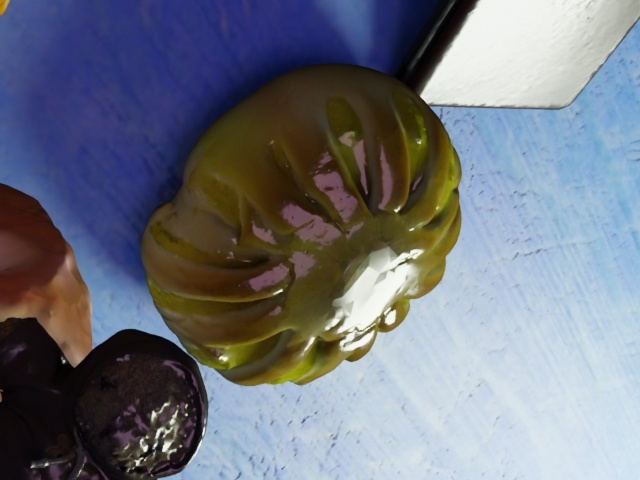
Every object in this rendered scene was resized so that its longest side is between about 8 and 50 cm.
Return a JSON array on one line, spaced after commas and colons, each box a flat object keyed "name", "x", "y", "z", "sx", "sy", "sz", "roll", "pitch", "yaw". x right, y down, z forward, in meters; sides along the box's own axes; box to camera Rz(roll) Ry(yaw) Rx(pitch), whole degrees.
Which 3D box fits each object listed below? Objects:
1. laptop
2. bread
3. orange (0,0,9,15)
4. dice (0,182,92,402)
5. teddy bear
[{"name": "laptop", "x": 0.148, "y": -0.158, "z": 0.688, "sx": 0.154, "sy": 0.026, "sz": 0.207, "roll": -4, "pitch": 145, "yaw": -31}, {"name": "bread", "x": 0.000, "y": 0.000, "z": 0.688, "sx": 0.213, "sy": 0.105, "sz": 0.213, "roll": -17, "pitch": 124, "yaw": -27}, {"name": "orange", "x": -0.221, "y": -0.141, "z": 0.377, "sx": 0.246, "sy": 0.246, "sz": 0.246, "roll": -15, "pitch": 122, "yaw": -25}, {"name": "dice", "x": -0.223, "y": 0.062, "z": 0.536, "sx": 0.175, "sy": 0.179, "sz": 0.173, "roll": -3, "pitch": 116, "yaw": -36}, {"name": "teddy bear", "x": -0.120, "y": 0.095, "z": 0.464, "sx": 0.160, "sy": 0.078, "sz": 0.119, "roll": -30, "pitch": 93, "yaw": -11}]
